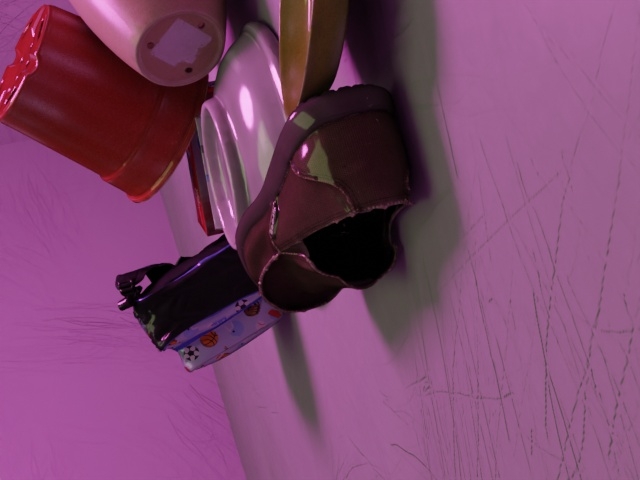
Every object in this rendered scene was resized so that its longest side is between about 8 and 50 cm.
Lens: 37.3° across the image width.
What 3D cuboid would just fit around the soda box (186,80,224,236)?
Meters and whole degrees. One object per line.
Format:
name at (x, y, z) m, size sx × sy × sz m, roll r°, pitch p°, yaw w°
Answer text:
soda box at (-0.190, -0.147, 1.694) m, size 0.083 × 0.092 × 0.263 m, roll -135°, pitch 35°, yaw -63°

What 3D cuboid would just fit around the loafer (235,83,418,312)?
loafer at (0.000, 0.000, 0.929) m, size 0.366 × 0.134 × 0.130 m, roll 106°, pitch 146°, yaw -63°

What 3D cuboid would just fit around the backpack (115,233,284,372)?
backpack at (-0.192, 0.098, 1.641) m, size 0.213 × 0.276 × 0.263 m, roll 65°, pitch 172°, yaw -7°

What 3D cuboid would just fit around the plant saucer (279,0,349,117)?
plant saucer at (-0.006, -0.229, 0.855) m, size 0.241 × 0.037 × 0.241 m, roll -178°, pitch 90°, yaw -80°

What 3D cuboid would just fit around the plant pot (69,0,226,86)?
plant pot at (-0.239, -0.356, 1.365) m, size 0.256 × 0.256 × 0.274 m, roll 92°, pitch 158°, yaw -49°

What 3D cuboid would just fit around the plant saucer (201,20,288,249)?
plant saucer at (-0.095, -0.098, 1.325) m, size 0.400 × 0.100 × 0.400 m, roll 167°, pitch 90°, yaw -77°

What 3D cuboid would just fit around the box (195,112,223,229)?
box at (-0.151, -0.129, 1.543) m, size 0.145 × 0.038 × 0.186 m, roll -64°, pitch -33°, yaw -66°

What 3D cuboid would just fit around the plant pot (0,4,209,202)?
plant pot at (-0.365, -0.236, 1.541) m, size 0.272 × 0.265 × 0.272 m, roll -37°, pitch 40°, yaw 40°
